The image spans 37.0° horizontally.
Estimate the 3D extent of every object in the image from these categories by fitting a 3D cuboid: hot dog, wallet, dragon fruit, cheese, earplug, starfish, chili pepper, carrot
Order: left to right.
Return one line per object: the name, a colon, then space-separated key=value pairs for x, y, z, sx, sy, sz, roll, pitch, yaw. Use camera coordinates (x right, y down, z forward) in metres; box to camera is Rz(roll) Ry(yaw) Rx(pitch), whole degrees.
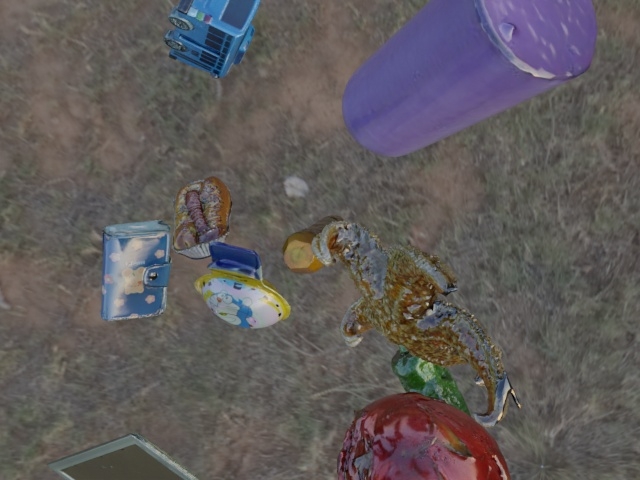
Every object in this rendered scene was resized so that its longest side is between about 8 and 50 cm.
wallet: x=-0.365 y=0.060 z=1.902 sx=0.141 sy=0.202 sz=0.059 roll=-6 pitch=31 yaw=-26
hot dog: x=-0.205 y=-0.042 z=1.649 sx=0.108 sy=0.059 sz=0.191 roll=-14 pitch=41 yaw=4
cheese: x=-0.121 y=0.070 z=1.435 sx=0.156 sy=0.250 sz=0.064 roll=12 pitch=61 yaw=10
carrot: x=0.000 y=0.000 z=1.490 sx=0.066 sy=0.314 sz=0.066 roll=2 pitch=99 yaw=10
dragon fruit: x=0.168 y=0.415 z=1.653 sx=0.301 sy=0.295 sz=0.296 roll=25 pitch=83 yaw=8
starfish: x=0.117 y=0.098 z=1.091 sx=0.113 sy=0.312 sz=0.303 roll=-48 pitch=46 yaw=-11
chili pepper: x=0.218 y=0.296 z=1.867 sx=0.099 sy=0.136 sz=0.270 roll=-28 pitch=96 yaw=5
earplug: x=0.191 y=-0.259 z=1.467 sx=0.215 sy=0.456 sz=0.215 roll=8 pitch=72 yaw=-27

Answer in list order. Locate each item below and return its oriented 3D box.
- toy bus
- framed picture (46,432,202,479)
toy bus: x=-0.137 y=-0.280 z=1.226 sx=0.106 sy=0.184 sz=0.090 roll=23 pitch=79 yaw=-9
framed picture: x=-0.209 y=0.319 z=1.203 sx=0.216 sy=0.273 sz=0.016 roll=42 pitch=52 yaw=-17
